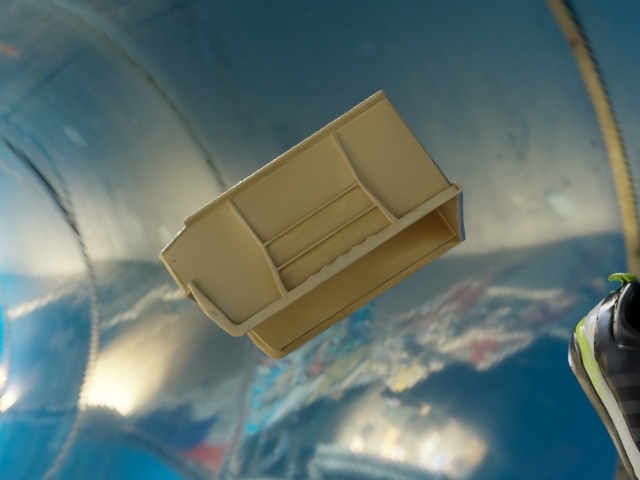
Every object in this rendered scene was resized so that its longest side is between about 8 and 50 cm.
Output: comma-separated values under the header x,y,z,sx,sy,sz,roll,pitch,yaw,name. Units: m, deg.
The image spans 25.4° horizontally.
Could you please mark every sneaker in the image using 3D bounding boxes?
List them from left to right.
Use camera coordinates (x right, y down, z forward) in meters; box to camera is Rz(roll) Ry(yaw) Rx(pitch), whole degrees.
x,y,z,sx,sy,sz,roll,pitch,yaw,name
0.259,0.116,1.025,0.097,0.084,0.234,-59,-136,30,sneaker

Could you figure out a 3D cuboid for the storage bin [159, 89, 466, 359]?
x,y,z,sx,sy,sz,roll,pitch,yaw,name
0.000,0.000,1.391,0.123,0.260,0.262,56,0,11,storage bin
